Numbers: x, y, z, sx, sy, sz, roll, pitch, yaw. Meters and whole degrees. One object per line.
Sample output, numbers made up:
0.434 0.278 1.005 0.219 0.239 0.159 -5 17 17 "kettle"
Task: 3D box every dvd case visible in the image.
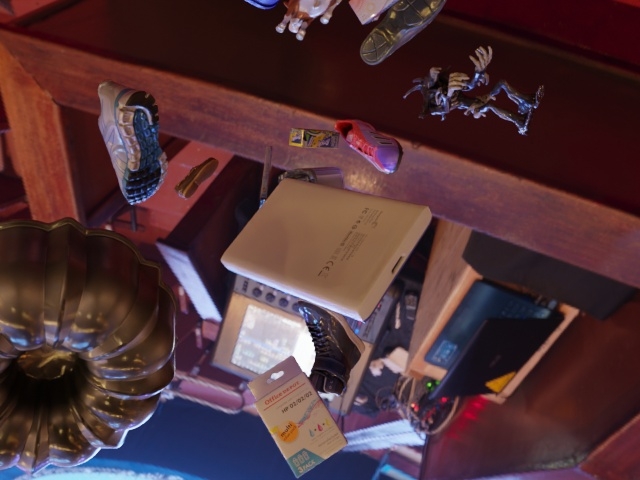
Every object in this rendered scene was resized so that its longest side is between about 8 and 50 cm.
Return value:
-0.192 -0.174 1.935 0.022 0.253 0.180 6 141 -6 "dvd case"

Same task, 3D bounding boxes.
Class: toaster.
-0.021 -0.177 1.840 0.227 0.146 0.129 -3 99 49 "toaster"

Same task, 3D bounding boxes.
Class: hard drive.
0.000 0.000 0.948 0.319 0.210 0.040 16 151 41 "hard drive"

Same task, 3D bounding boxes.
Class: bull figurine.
-0.026 -0.675 1.610 0.101 0.188 0.310 33 148 -25 "bull figurine"

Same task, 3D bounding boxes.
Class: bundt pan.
-0.326 0.144 0.672 0.331 0.124 0.330 -10 118 -19 "bundt pan"

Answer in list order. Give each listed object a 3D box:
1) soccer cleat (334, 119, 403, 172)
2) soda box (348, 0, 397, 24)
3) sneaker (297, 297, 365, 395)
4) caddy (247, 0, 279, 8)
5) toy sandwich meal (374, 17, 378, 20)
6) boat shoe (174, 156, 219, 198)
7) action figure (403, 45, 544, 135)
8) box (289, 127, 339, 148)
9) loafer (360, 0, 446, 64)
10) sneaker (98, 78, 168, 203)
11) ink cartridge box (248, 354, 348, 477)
0.145 -0.297 1.740 0.116 0.318 0.108 11 114 -28 "soccer cleat"
0.157 -0.569 1.272 0.183 0.058 0.063 -30 100 28 "soda box"
0.000 0.240 1.231 0.086 0.163 0.226 -6 132 47 "sneaker"
-0.193 -0.740 1.426 0.179 0.341 0.241 -18 76 36 "caddy"
0.170 -0.685 1.657 0.029 0.085 0.085 29 132 -4 "toy sandwich meal"
-0.494 -0.258 2.232 0.073 0.207 0.073 34 162 24 "boat shoe"
0.304 -0.311 1.143 0.276 0.164 0.141 21 150 22 "action figure"
-0.018 -0.316 1.745 0.059 0.169 0.054 17 106 39 "box"
0.214 -0.554 1.429 0.267 0.084 0.096 -36 87 30 "loafer"
-0.262 -0.135 0.767 0.083 0.071 0.190 34 138 21 "sneaker"
-0.044 0.301 0.984 0.181 0.104 0.061 56 173 13 "ink cartridge box"
